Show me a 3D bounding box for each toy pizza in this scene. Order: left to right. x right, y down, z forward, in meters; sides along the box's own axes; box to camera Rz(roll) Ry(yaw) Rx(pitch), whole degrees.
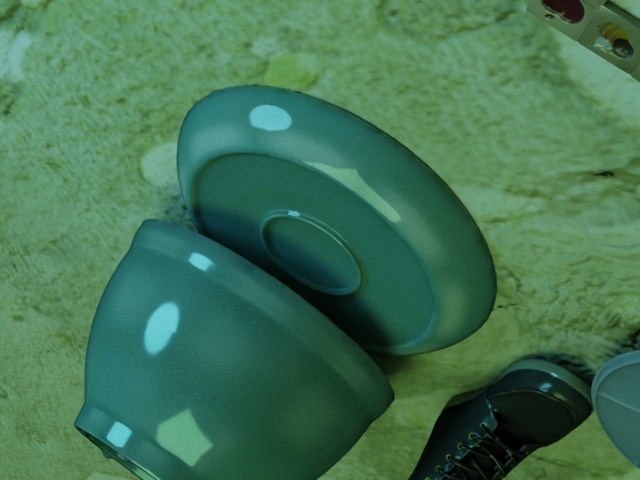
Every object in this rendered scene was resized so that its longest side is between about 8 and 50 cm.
[{"bbox_3d":[0.315,0.149,1.061,0.201,0.032,0.201,25,147,18],"label":"toy pizza"}]

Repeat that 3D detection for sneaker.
[{"bbox_3d":[0.158,0.187,1.181,0.083,0.118,0.222,38,150,-5],"label":"sneaker"}]

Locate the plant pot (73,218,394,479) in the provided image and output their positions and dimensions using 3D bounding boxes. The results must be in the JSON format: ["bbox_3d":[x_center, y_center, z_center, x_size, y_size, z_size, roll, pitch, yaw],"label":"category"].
[{"bbox_3d":[-0.105,0.145,1.238,0.293,0.196,0.293,32,164,11],"label":"plant pot"}]

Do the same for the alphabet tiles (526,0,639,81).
[{"bbox_3d":[0.254,-0.129,0.755,0.237,0.009,0.198,33,149,3],"label":"alphabet tiles"}]

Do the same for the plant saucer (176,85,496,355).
[{"bbox_3d":[0.000,0.000,1.151,0.317,0.044,0.317,24,147,17],"label":"plant saucer"}]
